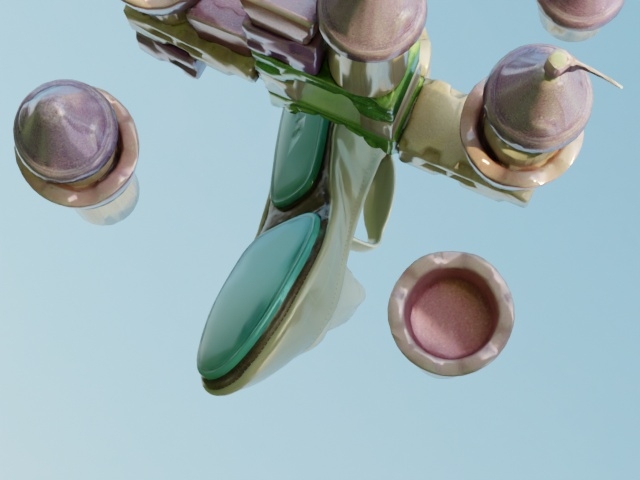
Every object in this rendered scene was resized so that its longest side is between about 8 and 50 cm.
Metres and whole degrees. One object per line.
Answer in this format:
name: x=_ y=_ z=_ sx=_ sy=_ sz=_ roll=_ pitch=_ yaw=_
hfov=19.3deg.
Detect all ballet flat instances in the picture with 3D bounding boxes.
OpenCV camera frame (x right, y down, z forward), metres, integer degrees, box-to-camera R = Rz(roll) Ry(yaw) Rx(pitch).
ballet flat: x=0.000 y=0.000 z=1.121 sx=0.086 sy=0.248 sz=0.086 roll=13 pitch=-32 yaw=9

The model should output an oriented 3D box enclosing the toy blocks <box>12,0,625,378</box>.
toy blocks: x=0.016 y=-0.119 z=0.986 sx=0.289 sy=0.309 sz=0.260 roll=24 pitch=-10 yaw=6
